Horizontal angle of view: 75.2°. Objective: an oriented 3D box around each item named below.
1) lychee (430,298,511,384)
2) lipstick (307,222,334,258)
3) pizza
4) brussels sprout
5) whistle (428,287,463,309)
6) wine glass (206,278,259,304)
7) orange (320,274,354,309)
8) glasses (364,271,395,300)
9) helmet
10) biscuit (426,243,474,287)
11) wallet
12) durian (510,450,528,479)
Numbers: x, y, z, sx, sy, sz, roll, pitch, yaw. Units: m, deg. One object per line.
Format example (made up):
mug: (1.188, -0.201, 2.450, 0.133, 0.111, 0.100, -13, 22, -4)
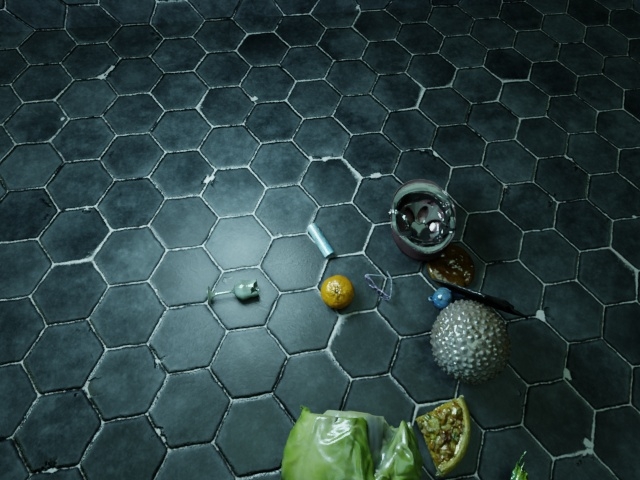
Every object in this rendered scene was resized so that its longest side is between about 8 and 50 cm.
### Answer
lychee: (0.526, 0.364, 1.499, 0.299, 0.300, 0.300, 1, 65, -3)
lipstick: (0.000, 0.000, 1.763, 0.048, 0.048, 0.158, -27, 69, -15)
pizza: (0.435, 0.672, 1.474, 0.197, 0.058, 0.292, 26, 66, 9)
brussels sprout: (0.093, 0.720, 1.279, 0.424, 0.342, 0.362, 7, 68, 2)
whistle: (0.509, 0.235, 1.667, 0.157, 0.090, 0.091, 1, 65, -4)
wine glass: (-0.341, 0.200, 1.633, 0.195, 0.079, 0.079, -10, 66, -7)
orange: (0.068, 0.202, 1.637, 0.135, 0.117, 0.136, 4, 66, -9)
glasses: (0.261, 0.167, 1.695, 0.103, 0.063, 0.140, -36, 73, -19)
helmet: (0.420, -0.065, 1.738, 0.270, 0.197, 0.339, -7, 60, 1)
biscuit: (0.551, 0.107, 1.754, 0.211, 0.036, 0.212, 2, 64, -3)
wallet: (0.595, 0.213, 1.534, 0.322, 0.247, 0.041, 22, 87, -33)
durian: (0.652, 0.893, 1.359, 0.132, 0.107, 0.376, 5, 66, 1)
